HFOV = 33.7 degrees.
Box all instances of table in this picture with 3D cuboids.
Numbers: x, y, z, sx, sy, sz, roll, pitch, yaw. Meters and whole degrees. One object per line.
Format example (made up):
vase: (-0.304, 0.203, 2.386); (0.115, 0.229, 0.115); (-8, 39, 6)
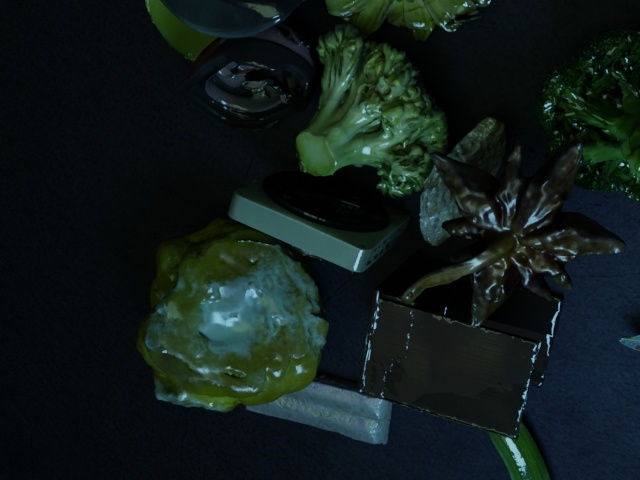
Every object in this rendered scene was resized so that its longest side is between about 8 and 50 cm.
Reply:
table: (0.245, 0.172, 1.815); (0.282, 0.250, 0.196); (16, 109, 18)

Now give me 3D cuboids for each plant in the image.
plant: (0.165, -0.439, 1.712); (0.261, 0.297, 0.306); (35, 106, -21)

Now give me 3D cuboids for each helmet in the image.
helmet: (-0.117, -0.306, 1.878); (0.253, 0.198, 0.154); (2, 66, 46)

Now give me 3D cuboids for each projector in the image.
projector: (0.006, -0.052, 1.844); (0.259, 0.257, 0.079); (24, 113, 14)

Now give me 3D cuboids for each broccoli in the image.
broccoli: (0.486, -0.174, 1.613); (0.297, 0.297, 0.298); (-5, 122, -8)
broccoli: (0.072, -0.206, 1.769); (0.288, 0.245, 0.248); (36, 147, 27)

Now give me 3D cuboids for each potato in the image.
potato: (-0.247, -0.414, 1.960); (0.198, 0.054, 0.119); (39, 119, 13)

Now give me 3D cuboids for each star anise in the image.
star anise: (0.281, -0.006, 1.604); (0.349, 0.109, 0.292); (-1, 95, 21)

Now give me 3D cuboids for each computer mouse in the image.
computer mouse: (-0.153, -0.443, 1.828); (0.374, 0.203, 0.114); (31, 146, 33)

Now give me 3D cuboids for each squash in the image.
squash: (0.369, 0.407, 1.929); (0.077, 0.068, 0.219); (-21, 96, 9)

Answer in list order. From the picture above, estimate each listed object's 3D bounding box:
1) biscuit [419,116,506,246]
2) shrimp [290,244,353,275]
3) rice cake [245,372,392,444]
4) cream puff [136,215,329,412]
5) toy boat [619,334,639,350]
biscuit: (0.233, -0.096, 1.785); (0.040, 0.188, 0.265); (44, 123, 30)
shrimp: (0.000, 0.000, 1.958); (0.180, 0.099, 0.041); (43, 144, -6)
rice cake: (-0.006, 0.315, 2.064); (0.298, 0.050, 0.106); (12, 108, 19)
cream puff: (-0.178, 0.143, 1.986); (0.378, 0.275, 0.378); (0, 86, -7)
toy boat: (0.558, 0.172, 1.777); (0.110, 0.091, 0.175); (10, 115, 0)
